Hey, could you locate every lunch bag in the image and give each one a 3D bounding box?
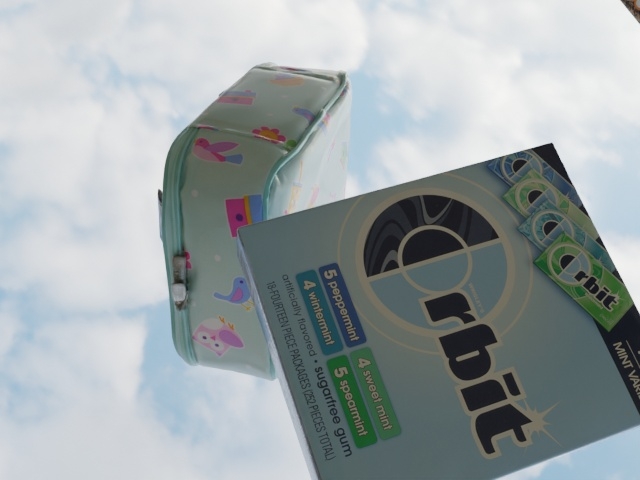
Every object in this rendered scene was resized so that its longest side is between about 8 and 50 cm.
[{"bbox_3d":[-0.049,-0.021,0.699,0.107,0.224,0.279,11,-147,11],"label":"lunch bag"}]

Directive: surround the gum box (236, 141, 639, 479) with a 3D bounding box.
[{"bbox_3d":[0.067,0.045,0.406,0.184,0.041,0.157,-16,-111,-12],"label":"gum box"}]

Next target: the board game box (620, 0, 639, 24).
[{"bbox_3d":[0.490,-0.485,1.196,0.141,0.291,0.232,-36,-166,38],"label":"board game box"}]
